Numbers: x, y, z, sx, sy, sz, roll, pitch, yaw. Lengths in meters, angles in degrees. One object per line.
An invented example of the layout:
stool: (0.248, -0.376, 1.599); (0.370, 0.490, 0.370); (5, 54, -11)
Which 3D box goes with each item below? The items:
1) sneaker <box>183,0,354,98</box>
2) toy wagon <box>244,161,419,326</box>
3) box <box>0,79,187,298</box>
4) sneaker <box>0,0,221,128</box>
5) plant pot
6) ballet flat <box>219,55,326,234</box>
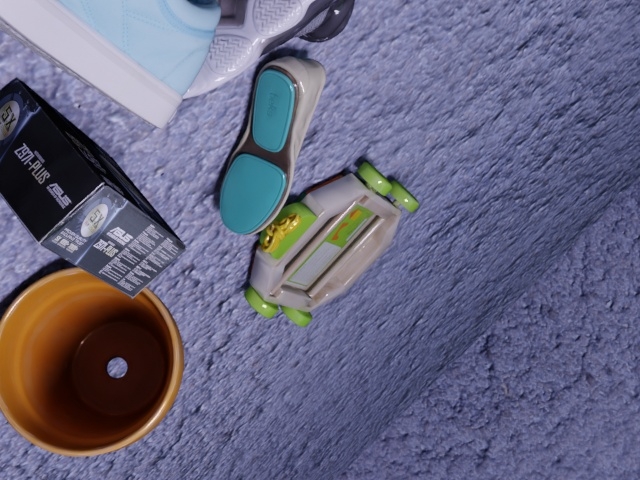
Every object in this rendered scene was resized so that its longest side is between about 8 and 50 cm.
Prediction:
sneaker: (-0.061, -0.210, 0.930); (0.269, 0.101, 0.153); (-31, 175, 12)
toy wagon: (0.000, 0.000, 1.410); (0.267, 0.068, 0.344); (-47, 155, 9)
box: (-0.225, -0.043, 0.898); (0.077, 0.147, 0.180); (-42, 155, -1)
sneaker: (-0.193, -0.217, 0.708); (0.150, 0.135, 0.366); (-59, 156, -2)
plant pot: (-0.253, 0.146, 1.130); (0.205, 0.205, 0.188); (-40, 171, -7)
ballet flat: (-0.053, -0.112, 1.143); (0.086, 0.086, 0.248); (-20, 146, -41)
